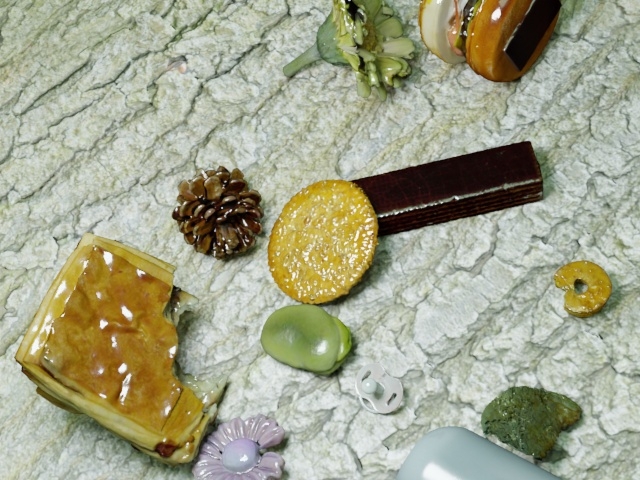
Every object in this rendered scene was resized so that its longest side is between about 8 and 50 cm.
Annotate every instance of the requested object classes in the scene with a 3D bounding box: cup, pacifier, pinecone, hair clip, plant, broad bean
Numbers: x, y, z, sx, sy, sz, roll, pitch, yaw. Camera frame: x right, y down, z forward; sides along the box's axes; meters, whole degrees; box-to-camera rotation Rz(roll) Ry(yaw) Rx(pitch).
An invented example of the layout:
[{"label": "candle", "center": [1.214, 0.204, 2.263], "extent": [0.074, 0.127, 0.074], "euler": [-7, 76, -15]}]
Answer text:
[{"label": "cup", "center": [0.276, 0.427, 1.518], "extent": [0.312, 0.205, 0.205], "euler": [27, 69, 28]}, {"label": "pacifier", "center": [0.094, 0.262, 1.734], "extent": [0.099, 0.078, 0.081], "euler": [38, 96, 28]}, {"label": "pinecone", "center": [-0.200, -0.054, 1.950], "extent": [0.179, 0.150, 0.195], "euler": [-22, 60, -7]}, {"label": "hair clip", "center": [-0.140, 0.438, 1.688], "extent": [0.173, 0.069, 0.300], "euler": [-10, 58, 10]}, {"label": "plant", "center": [0.044, -0.449, 2.061], "extent": [0.297, 0.261, 0.305], "euler": [3, 49, 15]}, {"label": "broad bean", "center": [-0.025, 0.178, 1.808], "extent": [0.175, 0.082, 0.124], "euler": [26, 71, 24]}]

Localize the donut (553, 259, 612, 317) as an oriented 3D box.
[{"label": "donut", "center": [0.471, 0.089, 1.766], "extent": [0.097, 0.043, 0.108], "euler": [-11, 57, 8]}]

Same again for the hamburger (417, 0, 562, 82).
[{"label": "hamburger", "center": [0.339, -0.473, 1.997], "extent": [0.225, 0.291, 0.291], "euler": [35, 73, 30]}]

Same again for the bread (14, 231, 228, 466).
[{"label": "bread", "center": [-0.341, 0.201, 1.768], "extent": [0.370, 0.191, 0.314], "euler": [33, 58, -16]}]

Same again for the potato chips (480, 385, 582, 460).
[{"label": "potato chips", "center": [0.347, 0.298, 1.625], "extent": [0.209, 0.026, 0.142], "euler": [5, 48, -23]}]

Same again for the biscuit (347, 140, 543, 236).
[{"label": "biscuit", "center": [0.234, -0.096, 1.915], "extent": [0.389, 0.073, 0.107], "euler": [-13, 57, 6]}]

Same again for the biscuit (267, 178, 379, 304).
[{"label": "biscuit", "center": [0.000, 0.000, 1.887], "extent": [0.254, 0.035, 0.253], "euler": [-13, 66, 31]}]
